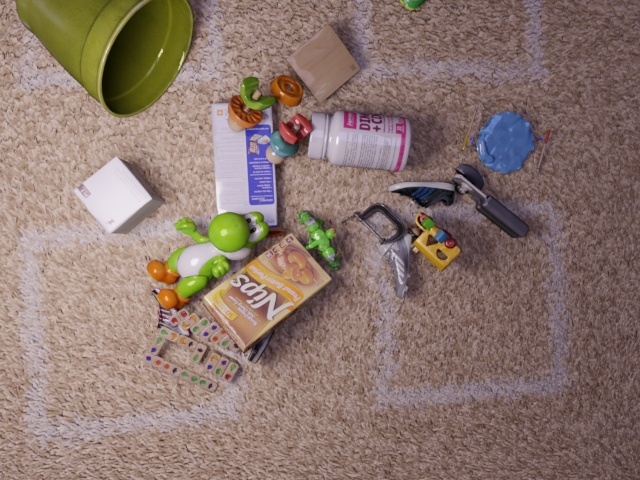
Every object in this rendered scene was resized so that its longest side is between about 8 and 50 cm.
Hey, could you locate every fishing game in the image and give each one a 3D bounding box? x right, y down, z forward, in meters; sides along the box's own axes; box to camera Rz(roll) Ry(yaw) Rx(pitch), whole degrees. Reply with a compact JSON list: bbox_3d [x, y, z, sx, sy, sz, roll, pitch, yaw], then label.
[{"bbox_3d":[0.563,-0.296,1.855,0.264,0.041,0.189,11,97,-10],"label":"fishing game"}]

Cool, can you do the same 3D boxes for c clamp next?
[{"bbox_3d":[0.165,-0.044,1.807,0.137,0.022,0.161,-42,67,-18],"label":"c clamp"}]

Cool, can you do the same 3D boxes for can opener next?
[{"bbox_3d":[0.517,-0.124,1.831,0.283,0.076,0.095,37,79,-7],"label":"can opener"}]

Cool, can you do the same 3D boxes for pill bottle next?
[{"bbox_3d":[0.108,-0.289,1.755,0.283,0.160,0.160,5,90,-5],"label":"pill bottle"}]

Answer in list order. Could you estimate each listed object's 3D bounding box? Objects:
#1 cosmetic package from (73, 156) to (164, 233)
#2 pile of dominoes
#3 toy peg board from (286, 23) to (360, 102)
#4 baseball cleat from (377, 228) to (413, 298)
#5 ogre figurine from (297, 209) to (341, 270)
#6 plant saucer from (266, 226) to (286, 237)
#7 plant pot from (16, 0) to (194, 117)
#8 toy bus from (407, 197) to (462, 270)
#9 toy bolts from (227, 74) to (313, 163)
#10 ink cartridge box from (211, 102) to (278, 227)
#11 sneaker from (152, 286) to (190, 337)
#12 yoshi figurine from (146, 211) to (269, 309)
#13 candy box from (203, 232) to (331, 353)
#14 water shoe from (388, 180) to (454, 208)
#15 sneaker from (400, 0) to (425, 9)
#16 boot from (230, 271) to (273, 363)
[{"bbox_3d":[-0.555,-0.121,1.691,0.151,0.184,0.151,-40,94,-3],"label":"cosmetic package"},{"bbox_3d":[-0.353,0.319,1.749,0.251,0.040,0.196,29,93,-18],"label":"pile of dominoes"},{"bbox_3d":[0.002,-0.521,1.800,0.161,0.079,0.160,-41,109,-3],"label":"toy peg board"},{"bbox_3d":[0.221,0.068,1.819,0.110,0.072,0.205,8,80,1],"label":"baseball cleat"},{"bbox_3d":[0.000,0.000,1.769,0.097,0.118,0.197,-13,92,-4],"label":"ogre figurine"},{"bbox_3d":[-0.143,-0.024,1.776,0.084,0.083,0.013,-5,76,-5],"label":"plant saucer"},{"bbox_3d":[-0.595,-0.579,1.628,0.353,0.366,0.366,34,88,7],"label":"plant pot"},{"bbox_3d":[0.315,-0.001,1.764,0.191,0.202,0.104,36,102,-30],"label":"toy bus"},{"bbox_3d":[-0.132,-0.334,1.718,0.228,0.158,0.218,52,45,6],"label":"toy bolts"},{"bbox_3d":[-0.220,-0.217,1.778,0.176,0.069,0.370,-3,88,-5],"label":"ink cartridge box"},{"bbox_3d":[-0.449,0.218,1.760,0.075,0.063,0.170,-32,97,-10],"label":"sneaker"},{"bbox_3d":[-0.316,0.029,1.668,0.362,0.203,0.203,-35,110,9],"label":"yoshi figurine"},{"bbox_3d":[-0.147,0.145,1.706,0.316,0.087,0.183,-37,78,-23],"label":"candy box"},{"bbox_3d":[0.304,-0.136,1.816,0.203,0.073,0.080,0,92,-4],"label":"water shoe"},{"bbox_3d":[0.328,-0.818,1.791,0.109,0.123,0.295,36,88,-4],"label":"sneaker"},{"bbox_3d":[-0.214,0.220,1.766,0.179,0.085,0.236,22,77,-3],"label":"boot"}]
